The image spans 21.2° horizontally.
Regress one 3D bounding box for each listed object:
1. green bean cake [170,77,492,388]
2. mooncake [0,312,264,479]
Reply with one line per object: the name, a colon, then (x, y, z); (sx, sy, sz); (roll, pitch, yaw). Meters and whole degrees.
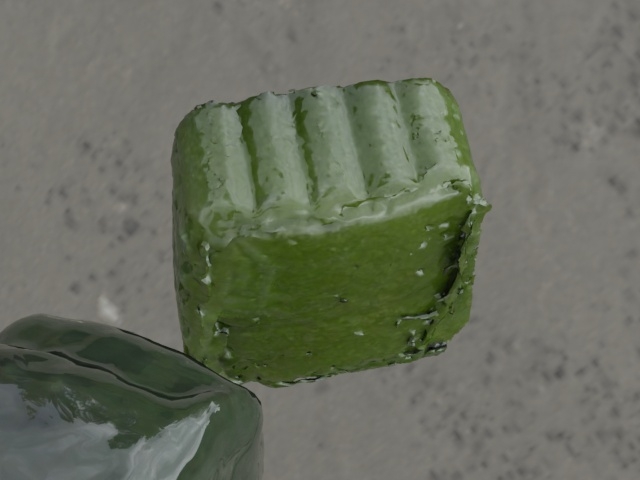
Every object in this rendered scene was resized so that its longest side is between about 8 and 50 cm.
green bean cake: (0.000, 0.000, 1.122); (0.200, 0.214, 0.113); (-10, 54, -7)
mooncake: (-0.089, 0.109, 0.535); (0.104, 0.175, 0.168); (17, 91, 18)
